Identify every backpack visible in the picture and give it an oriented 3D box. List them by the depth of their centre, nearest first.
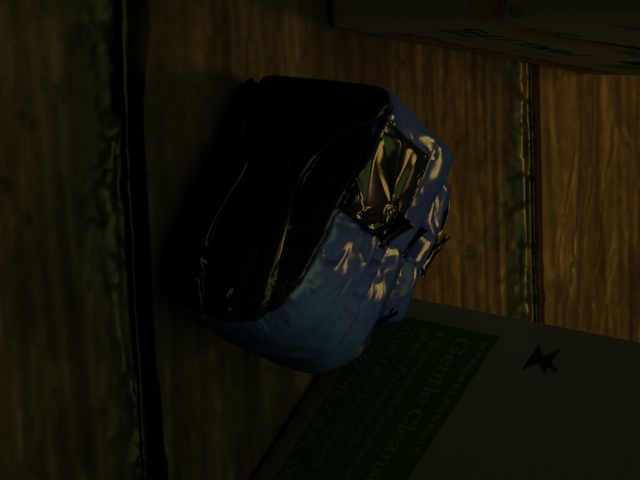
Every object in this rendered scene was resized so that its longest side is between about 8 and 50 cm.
[{"bbox_3d":[0.000,0.000,0.657,0.101,0.098,0.120,40,70,-36],"label":"backpack"}]

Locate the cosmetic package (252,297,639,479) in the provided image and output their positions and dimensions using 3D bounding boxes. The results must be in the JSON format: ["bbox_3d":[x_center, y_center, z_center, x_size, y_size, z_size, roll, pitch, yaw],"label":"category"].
[{"bbox_3d":[0.131,0.159,0.601,0.155,0.365,0.197,46,67,-30],"label":"cosmetic package"}]

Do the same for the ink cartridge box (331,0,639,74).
[{"bbox_3d":[0.167,-0.181,0.657,0.198,0.270,0.197,4,93,-37],"label":"ink cartridge box"}]
